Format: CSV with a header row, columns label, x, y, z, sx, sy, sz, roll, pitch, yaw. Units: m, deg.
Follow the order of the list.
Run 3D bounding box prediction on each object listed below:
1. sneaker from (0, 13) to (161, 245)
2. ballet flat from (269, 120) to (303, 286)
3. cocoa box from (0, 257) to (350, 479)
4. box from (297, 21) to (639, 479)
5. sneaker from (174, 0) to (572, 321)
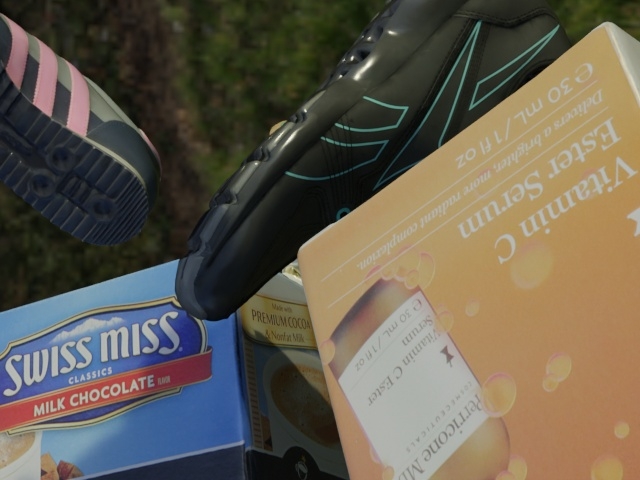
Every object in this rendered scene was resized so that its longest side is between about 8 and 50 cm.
label,x,y,z,sx,sy,sz,roll,pitch,yaw
sneaker,-0.268,-0.132,1.316,0.112,0.319,0.131,-38,13,21
ballet flat,0.000,0.000,1.209,0.080,0.073,0.232,-60,-29,-54
cocoa box,-0.060,0.177,1.023,0.347,0.231,0.228,33,-133,-56
box,0.082,0.051,0.427,0.130,0.091,0.170,-37,49,28
sneaker,0.033,-0.048,0.800,0.267,0.106,0.101,-48,7,-10
